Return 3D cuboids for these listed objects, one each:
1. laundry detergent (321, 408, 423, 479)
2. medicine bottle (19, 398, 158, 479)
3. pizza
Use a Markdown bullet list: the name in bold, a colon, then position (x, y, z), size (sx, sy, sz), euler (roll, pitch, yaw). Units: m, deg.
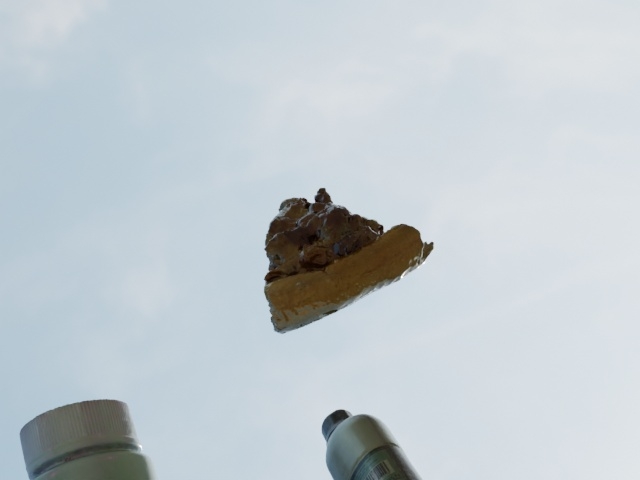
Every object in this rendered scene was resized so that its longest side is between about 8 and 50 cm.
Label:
- **laundry detergent**: position (0.048, 0.228, 1.584), size (0.070, 0.099, 0.225), euler (-6, -157, -17)
- **medicine bottle**: position (-0.229, 0.291, 1.720), size (0.139, 0.139, 0.225), euler (0, -118, -38)
- **pizza**: position (-0.002, -0.001, 1.408), size (0.154, 0.069, 0.194), euler (-29, -152, -10)
